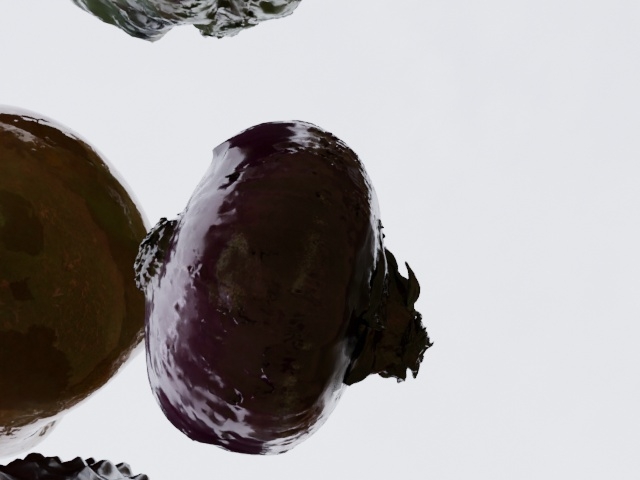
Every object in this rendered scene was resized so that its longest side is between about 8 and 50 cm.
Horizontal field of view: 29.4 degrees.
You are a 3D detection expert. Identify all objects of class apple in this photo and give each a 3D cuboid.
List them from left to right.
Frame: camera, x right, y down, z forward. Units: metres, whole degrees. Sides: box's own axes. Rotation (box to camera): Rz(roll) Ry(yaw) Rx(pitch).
[{"bbox_3d":[-0.227,0.037,0.850,0.253,0.253,0.253,2,-95,-24],"label":"apple"}]

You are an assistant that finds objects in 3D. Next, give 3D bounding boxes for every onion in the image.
[{"bbox_3d":[-0.011,0.018,0.413,0.104,0.115,0.115,20,-103,4],"label":"onion"}]

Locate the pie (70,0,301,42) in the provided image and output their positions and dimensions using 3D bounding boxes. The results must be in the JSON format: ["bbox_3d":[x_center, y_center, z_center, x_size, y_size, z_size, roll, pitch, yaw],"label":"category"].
[{"bbox_3d":[-0.092,-0.167,0.542,0.090,0.248,0.201,-40,-83,-15],"label":"pie"}]

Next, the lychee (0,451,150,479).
[{"bbox_3d":[-0.157,0.246,0.647,0.276,0.304,0.275,-2,-73,-5],"label":"lychee"}]
